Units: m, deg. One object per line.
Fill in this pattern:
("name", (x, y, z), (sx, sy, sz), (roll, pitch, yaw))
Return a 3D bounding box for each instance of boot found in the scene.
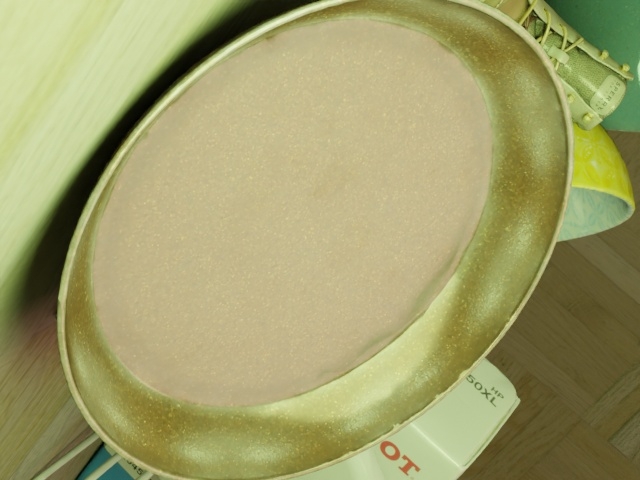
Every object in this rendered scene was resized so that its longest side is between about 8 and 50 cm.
("boot", (0.196, -0.171, 1.096), (0.077, 0.165, 0.213), (-49, 176, 3))

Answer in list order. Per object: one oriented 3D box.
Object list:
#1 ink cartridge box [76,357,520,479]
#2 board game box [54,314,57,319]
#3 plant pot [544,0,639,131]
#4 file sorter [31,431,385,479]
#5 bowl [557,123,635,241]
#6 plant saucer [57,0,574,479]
("ink cartridge box", (-0.036, 0.210, 1.298), (0.395, 0.285, 0.166), (-52, 171, 33))
("board game box", (-0.006, -0.042, 0.871), (0.302, 0.086, 0.308), (-49, 174, 6))
("plant pot", (0.353, -0.261, 1.372), (0.290, 0.290, 0.195), (-41, 135, -49))
("file sorter", (-0.092, 0.253, 1.091), (0.278, 0.192, 0.173), (-7, -158, 42))
("bowl", (0.167, -0.095, 1.289), (0.289, 0.290, 0.156), (103, -14, -78))
("plant saucer", (0.000, 0.000, 0.689), (0.311, 0.050, 0.310), (-18, 131, -22))
